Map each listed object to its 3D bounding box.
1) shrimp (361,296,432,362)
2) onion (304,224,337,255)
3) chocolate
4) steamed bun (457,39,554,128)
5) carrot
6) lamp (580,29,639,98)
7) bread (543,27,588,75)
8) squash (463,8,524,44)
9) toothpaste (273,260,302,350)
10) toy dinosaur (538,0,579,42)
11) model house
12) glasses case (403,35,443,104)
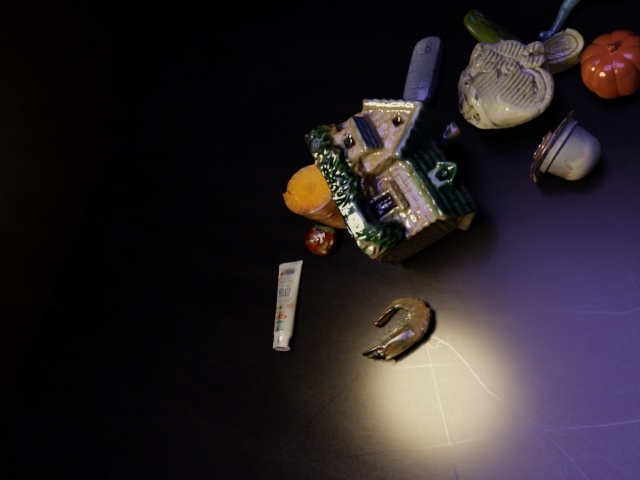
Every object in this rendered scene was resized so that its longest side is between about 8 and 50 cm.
[{"bbox_3d":[0.229,0.266,1.764,0.253,0.058,0.173,-32,48,15],"label":"shrimp"},{"bbox_3d":[0.000,0.000,1.995,0.117,0.118,0.118,26,86,42],"label":"onion"},{"bbox_3d":[0.697,-0.237,1.601,0.147,0.221,0.221,42,96,19],"label":"chocolate"},{"bbox_3d":[0.566,-0.455,1.765,0.280,0.207,0.268,1,74,6],"label":"steamed bun"},{"bbox_3d":[0.019,-0.125,1.943,0.196,0.254,0.196,-12,64,25],"label":"carrot"},{"bbox_3d":[0.833,-0.503,1.616,0.188,0.164,0.187,-15,63,31],"label":"lamp"},{"bbox_3d":[0.743,-0.582,1.774,0.156,0.064,0.117,-24,54,25],"label":"bread"},{"bbox_3d":[0.585,-0.677,1.910,0.087,0.087,0.331,-42,54,12],"label":"squash"},{"bbox_3d":[-0.119,0.223,2.011,0.100,0.066,0.323,-12,59,29],"label":"toothpaste"},{"bbox_3d":[0.894,-0.756,1.743,0.383,0.129,0.330,15,90,36],"label":"toy dinosaur"},{"bbox_3d":[0.256,-0.211,1.733,0.400,0.395,0.445,-31,68,18],"label":"model house"},{"bbox_3d":[0.367,-0.598,2.031,0.109,0.067,0.282,4,71,37],"label":"glasses case"}]
